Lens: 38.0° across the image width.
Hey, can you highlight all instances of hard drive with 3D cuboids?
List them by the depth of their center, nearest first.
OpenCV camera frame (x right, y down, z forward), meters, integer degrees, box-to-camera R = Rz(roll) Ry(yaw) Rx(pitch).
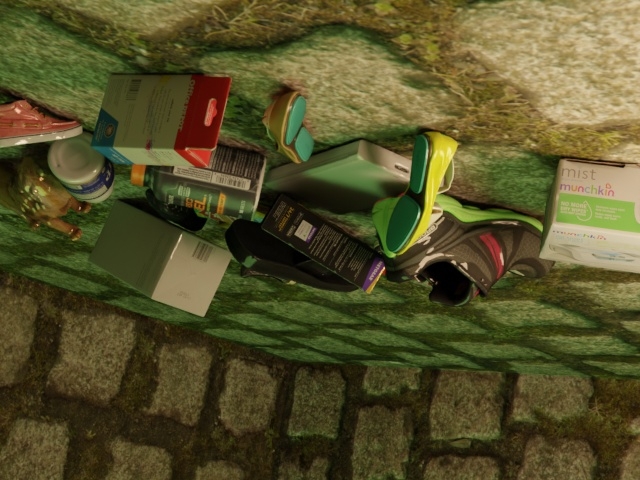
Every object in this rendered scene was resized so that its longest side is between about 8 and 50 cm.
[{"bbox_3d":[0.058,-0.115,1.783,0.203,0.040,0.307,20,162,-32],"label":"hard drive"}]

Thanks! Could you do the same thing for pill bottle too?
[{"bbox_3d":[-0.234,-0.125,1.770,0.245,0.131,0.130,12,165,-5],"label":"pill bottle"},{"bbox_3d":[-0.483,-0.144,1.905,0.112,0.112,0.187,10,166,1],"label":"pill bottle"}]

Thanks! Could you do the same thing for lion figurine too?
[{"bbox_3d":[-0.676,-0.113,2.111,0.392,0.142,0.240,4,157,37],"label":"lion figurine"}]

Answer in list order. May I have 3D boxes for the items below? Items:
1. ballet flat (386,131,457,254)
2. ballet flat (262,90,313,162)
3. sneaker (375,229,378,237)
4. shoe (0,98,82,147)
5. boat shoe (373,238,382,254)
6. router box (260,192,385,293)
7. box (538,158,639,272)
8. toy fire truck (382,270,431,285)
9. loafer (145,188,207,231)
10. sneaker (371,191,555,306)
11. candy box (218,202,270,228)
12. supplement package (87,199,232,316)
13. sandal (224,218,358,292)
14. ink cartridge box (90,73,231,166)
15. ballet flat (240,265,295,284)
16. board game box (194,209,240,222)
[{"bbox_3d":[0.178,-0.075,1.573,0.077,0.231,0.077,0,-150,-26],"label":"ballet flat"},{"bbox_3d":[-0.062,-0.187,1.533,0.073,0.080,0.232,23,166,11],"label":"ballet flat"},{"bbox_3d":[0.167,-0.020,1.962,0.126,0.091,0.240,6,165,17],"label":"sneaker"},{"bbox_3d":[-0.533,-0.226,1.736,0.178,0.081,0.063,-15,-164,-36],"label":"shoe"},{"bbox_3d":[0.250,0.044,2.135,0.285,0.092,0.103,3,164,24],"label":"boat shoe"},{"bbox_3d":[0.000,0.000,1.878,0.243,0.081,0.309,32,180,-5],"label":"router box"},{"bbox_3d":[0.524,-0.036,1.598,0.261,0.127,0.231,9,167,9],"label":"box"},{"bbox_3d":[0.232,0.079,2.368,0.192,0.047,0.135,20,163,-36],"label":"toy fire truck"},{"bbox_3d":[-0.326,-0.078,2.137,0.078,0.076,0.223,25,176,22],"label":"loafer"},{"bbox_3d":[0.279,0.033,1.812,0.482,0.202,0.185,9,168,-38],"label":"sneaker"},{"bbox_3d":[-0.155,-0.047,2.205,0.105,0.027,0.206,21,161,-25],"label":"candy box"},{"bbox_3d":[-0.392,0.039,2.251,0.293,0.175,0.177,22,177,42],"label":"supplement package"},{"bbox_3d":[-0.018,0.022,2.111,0.445,0.168,0.107,10,130,-49],"label":"sandal"},{"bbox_3d":[-0.244,-0.194,1.507,0.231,0.134,0.078,5,163,23],"label":"ink cartridge box"},{"bbox_3d":[-0.154,0.106,2.726,0.173,0.049,0.057,15,165,-17],"label":"ballet flat"},{"bbox_3d":[-0.233,-0.102,2.010,0.124,0.039,0.259,11,159,11],"label":"board game box"}]
